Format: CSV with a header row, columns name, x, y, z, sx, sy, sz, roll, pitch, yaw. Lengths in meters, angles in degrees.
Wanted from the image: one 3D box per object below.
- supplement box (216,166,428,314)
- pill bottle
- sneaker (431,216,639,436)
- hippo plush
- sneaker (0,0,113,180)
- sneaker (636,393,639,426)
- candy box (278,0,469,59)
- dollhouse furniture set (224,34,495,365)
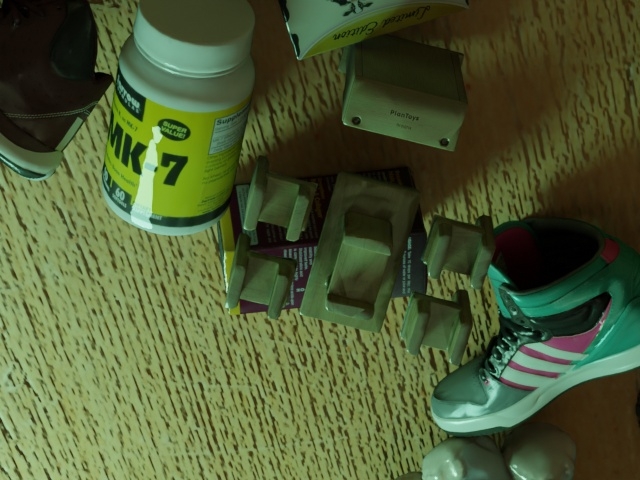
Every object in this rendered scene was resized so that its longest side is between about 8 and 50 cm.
name,x,y,z,sx,sy,sz,roll,pitch,yaw
supplement box,0.000,0.000,1.817,0.188,0.104,0.080,-6,129,-5
pill bottle,-0.121,-0.117,1.688,0.119,0.119,0.208,3,132,-12
sneaker,0.194,0.074,1.898,0.295,0.124,0.178,-29,116,28
hippo plush,0.188,0.359,2.006,0.234,0.236,0.294,-17,140,3
sneaker,-0.294,-0.193,1.644,0.281,0.106,0.162,42,86,-20
sneaker,0.397,0.167,1.989,0.116,0.136,0.313,-6,128,-3
candy box,0.021,-0.281,1.625,0.159,0.071,0.233,-17,129,4
dollhouse furniture set,0.047,-0.044,1.711,0.212,0.161,0.242,14,111,-4
